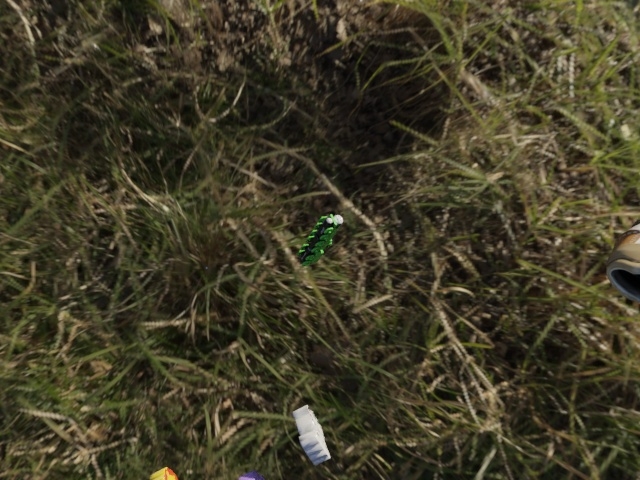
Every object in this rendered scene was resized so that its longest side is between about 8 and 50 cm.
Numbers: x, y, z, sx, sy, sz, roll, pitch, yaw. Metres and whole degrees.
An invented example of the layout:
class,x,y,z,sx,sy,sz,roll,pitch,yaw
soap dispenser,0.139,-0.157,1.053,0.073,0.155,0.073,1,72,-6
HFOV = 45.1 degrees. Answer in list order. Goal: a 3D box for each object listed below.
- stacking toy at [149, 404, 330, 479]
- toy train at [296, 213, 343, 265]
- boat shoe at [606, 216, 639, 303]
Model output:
class,x,y,z,sx,sy,sz,roll,pitch,yaw
stacking toy,-0.046,0.277,0.777,0.166,0.052,0.221,-25,123,2
toy train,0.000,0.000,0.723,0.023,0.083,0.017,-16,69,-28
boat shoe,0.428,0.077,0.755,0.302,0.113,0.103,29,48,32
